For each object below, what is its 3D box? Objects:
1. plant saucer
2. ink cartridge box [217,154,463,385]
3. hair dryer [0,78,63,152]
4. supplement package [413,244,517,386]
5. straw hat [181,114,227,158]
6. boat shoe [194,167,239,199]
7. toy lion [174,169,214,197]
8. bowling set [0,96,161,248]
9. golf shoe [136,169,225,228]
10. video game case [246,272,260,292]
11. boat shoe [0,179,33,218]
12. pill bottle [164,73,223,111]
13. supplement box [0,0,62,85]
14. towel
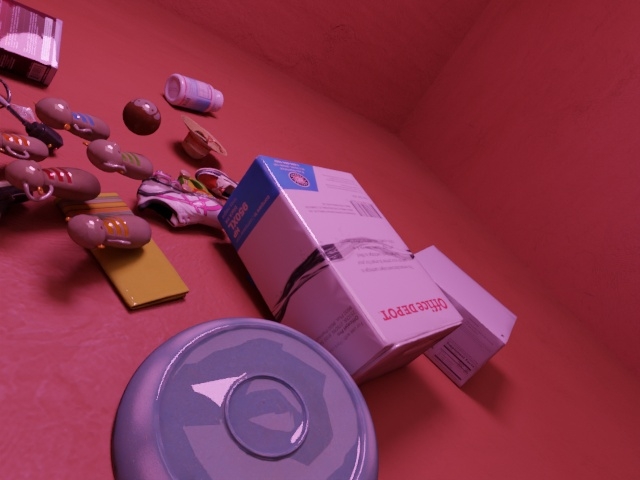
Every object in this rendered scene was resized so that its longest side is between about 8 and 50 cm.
[{"bbox_3d":[-0.066,0.208,0.518,0.317,0.044,0.318,18,37,-14],"label":"plant saucer"},{"bbox_3d":[0.035,0.051,0.823,0.285,0.166,0.395,1,48,-51],"label":"ink cartridge box"},{"bbox_3d":[-0.572,-0.228,0.681,0.223,0.080,0.293,39,2,14],"label":"hair dryer"},{"bbox_3d":[0.287,0.159,1.028,0.262,0.145,0.204,44,25,18],"label":"supplement package"},{"bbox_3d":[-0.298,-0.232,1.085,0.144,0.061,0.144,44,10,-10],"label":"straw hat"},{"bbox_3d":[-0.216,-0.118,1.003,0.137,0.049,0.043,26,27,-32],"label":"boat shoe"},{"bbox_3d":[-0.254,-0.095,0.932,0.096,0.034,0.100,27,24,-35],"label":"toy lion"},{"bbox_3d":[-0.332,-0.135,0.623,0.287,0.200,0.154,34,4,5],"label":"bowling set"},{"bbox_3d":[-0.251,-0.054,0.833,0.186,0.067,0.086,25,57,-32],"label":"golf shoe"},{"bbox_3d":[-0.051,0.094,0.864,0.119,0.015,0.166,45,25,20],"label":"video game case"},{"bbox_3d":[-0.436,-0.045,0.581,0.049,0.056,0.152,61,15,-5],"label":"boat shoe"},{"bbox_3d":[-0.370,-0.430,1.324,0.087,0.087,0.160,47,26,25],"label":"pill bottle"},{"bbox_3d":[-0.657,-0.420,0.886,0.239,0.073,0.130,12,65,-43],"label":"supplement box"},{"bbox_3d":[-0.306,0.009,0.686,0.237,0.021,0.102,46,31,21],"label":"towel"}]
